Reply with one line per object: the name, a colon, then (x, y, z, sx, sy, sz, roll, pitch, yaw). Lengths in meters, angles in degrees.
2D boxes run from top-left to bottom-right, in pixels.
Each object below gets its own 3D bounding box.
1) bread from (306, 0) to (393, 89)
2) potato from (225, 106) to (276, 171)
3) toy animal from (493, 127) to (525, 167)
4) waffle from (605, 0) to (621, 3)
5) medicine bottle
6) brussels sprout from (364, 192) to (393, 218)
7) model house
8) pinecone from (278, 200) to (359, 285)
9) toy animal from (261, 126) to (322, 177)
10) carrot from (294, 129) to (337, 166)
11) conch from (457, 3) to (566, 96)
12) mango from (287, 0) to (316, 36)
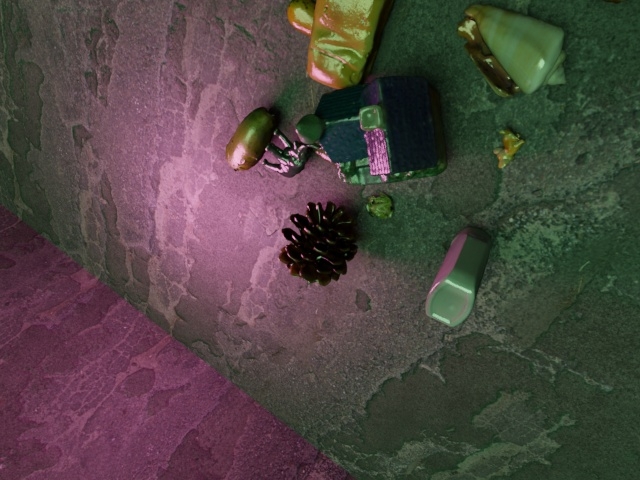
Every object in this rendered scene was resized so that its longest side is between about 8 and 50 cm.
bread: (0.066, -0.516, 0.991, 0.167, 0.132, 0.294, 26, 129, 7)
potato: (-0.212, -0.309, 1.288, 0.113, 0.149, 0.251, 44, 133, -9)
toy animal: (0.444, -0.222, 1.000, 0.081, 0.060, 0.083, 10, 136, -24)
waffle: (0.436, -0.602, 0.667, 0.348, 0.078, 0.304, 48, 138, 24)
medicine bottle: (0.370, 0.080, 1.087, 0.111, 0.296, 0.161, 25, 129, 14)
brussels sprout: (0.173, -0.100, 1.254, 0.085, 0.058, 0.085, 24, 127, 38)
model house: (0.119, -0.250, 0.986, 0.312, 0.280, 0.245, -2, 101, 26)
pinecone: (0.002, -0.008, 1.300, 0.264, 0.264, 0.264, 16, 127, 23)
toy animal: (-0.092, -0.265, 1.234, 0.137, 0.082, 0.269, 31, 160, -14)
carrot: (0.034, -0.261, 1.230, 0.298, 0.078, 0.078, 30, 131, 19)
conch: (0.414, -0.409, 0.872, 0.255, 0.127, 0.158, 58, 165, 15)
mango: (-0.034, -0.569, 1.066, 0.114, 0.057, 0.079, 42, 122, -7)
